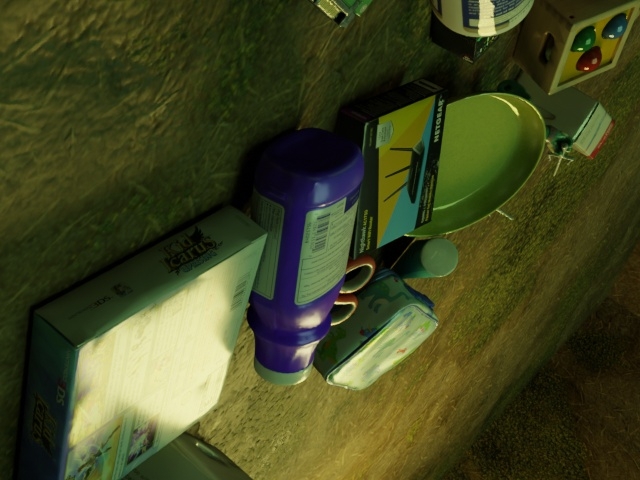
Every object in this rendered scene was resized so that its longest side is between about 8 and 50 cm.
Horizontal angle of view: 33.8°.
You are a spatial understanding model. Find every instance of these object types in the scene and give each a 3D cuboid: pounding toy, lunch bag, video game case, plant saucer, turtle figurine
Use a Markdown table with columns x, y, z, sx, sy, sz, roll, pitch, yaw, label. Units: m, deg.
| x | y | z | sx | sy | sz | roll | pitch | yaw | label |
| --- | --- | --- | --- | --- | --- | --- | --- | --- | --- |
| 0.381 | -0.281 | 1.461 | 0.206 | 0.094 | 0.181 | -24 | 149 | -22 | pounding toy |
| 0.074 | 0.127 | 1.495 | 0.176 | 0.090 | 0.219 | -41 | 159 | 7 | lunch bag |
| -0.177 | 0.122 | 1.025 | 0.244 | 0.061 | 0.269 | -34 | 152 | -44 | video game case |
| 0.169 | -0.101 | 1.332 | 0.241 | 0.037 | 0.241 | -15 | 141 | -13 | plant saucer |
| 0.250 | -0.126 | 1.464 | 0.175 | 0.118 | 0.234 | -41 | 149 | -1 | turtle figurine |

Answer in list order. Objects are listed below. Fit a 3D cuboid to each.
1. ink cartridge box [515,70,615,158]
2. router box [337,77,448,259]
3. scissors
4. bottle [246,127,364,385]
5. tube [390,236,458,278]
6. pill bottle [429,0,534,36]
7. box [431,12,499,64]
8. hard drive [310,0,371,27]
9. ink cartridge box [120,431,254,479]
| x | y | z | sx | sy | sz | roll | pitch | yaw | label |
| --- | --- | --- | --- | --- | --- | --- | --- | --- | --- |
| 0.364 | -0.193 | 1.590 | 0.072 | 0.127 | 0.175 | -58 | 159 | 9 | ink cartridge box |
| 0.077 | -0.082 | 1.195 | 0.133 | 0.046 | 0.178 | -26 | 134 | -35 | router box |
| -0.033 | 0.053 | 1.218 | 0.297 | 0.021 | 0.109 | 7 | 123 | -54 | scissors |
| -0.025 | 0.026 | 1.101 | 0.118 | 0.092 | 0.282 | -37 | 145 | -46 | bottle |
| 0.141 | 0.026 | 1.498 | 0.080 | 0.052 | 0.207 | -44 | -175 | -9 | tube |
| 0.153 | -0.289 | 1.009 | 0.112 | 0.112 | 0.186 | -50 | 160 | -10 | pill bottle |
| 0.163 | -0.249 | 1.164 | 0.052 | 0.062 | 0.083 | -47 | 159 | -20 | box |
| 0.073 | -0.335 | 0.790 | 0.339 | 0.064 | 0.237 | -50 | 160 | 9 | hard drive |
| -0.230 | 0.432 | 1.253 | 0.395 | 0.166 | 0.285 | -51 | 160 | -7 | ink cartridge box |
